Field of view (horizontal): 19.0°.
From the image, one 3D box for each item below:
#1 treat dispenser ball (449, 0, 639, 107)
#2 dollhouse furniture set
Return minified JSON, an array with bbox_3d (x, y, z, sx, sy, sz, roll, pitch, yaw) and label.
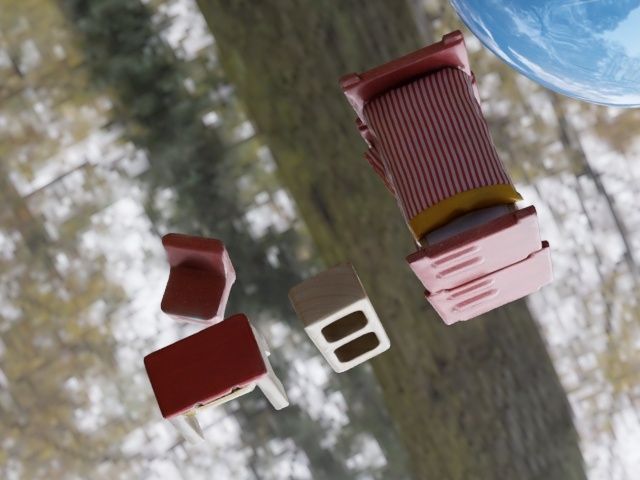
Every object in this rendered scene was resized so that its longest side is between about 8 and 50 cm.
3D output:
[{"bbox_3d":[0.205,-0.228,1.215,0.288,0.288,0.288,-20,-151,12],"label":"treat dispenser ball"},{"bbox_3d":[0.000,0.000,1.687,0.374,0.152,0.201,-24,-118,3],"label":"dollhouse furniture set"}]
